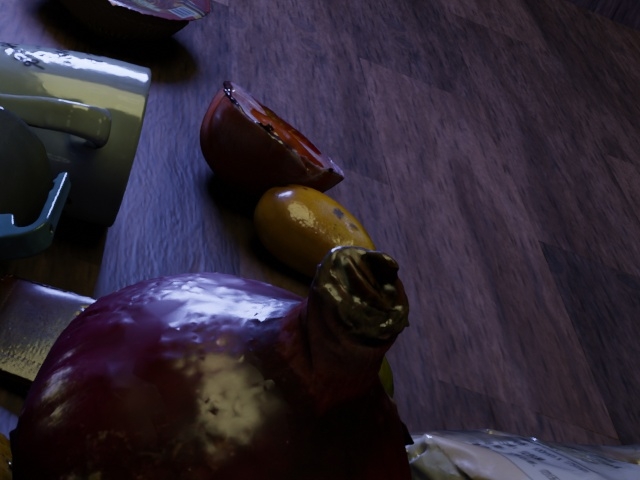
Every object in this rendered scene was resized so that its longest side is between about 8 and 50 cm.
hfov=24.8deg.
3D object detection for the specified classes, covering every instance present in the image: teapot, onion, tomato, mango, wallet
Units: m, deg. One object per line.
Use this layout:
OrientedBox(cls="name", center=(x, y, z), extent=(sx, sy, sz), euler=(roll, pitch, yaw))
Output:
OrientedBox(cls="teapot", center=(-0.346, -0.026, 1.412), extent=(0.203, 0.171, 0.225), euler=(-9, 33, 9))
OrientedBox(cls="onion", center=(-0.056, 0.147, 1.114), extent=(0.347, 0.385, 0.348), euler=(25, 34, -19))
OrientedBox(cls="tomato", center=(-0.074, -0.107, 1.899), extent=(0.199, 0.112, 0.228), euler=(36, 10, -8))
OrientedBox(cls="mango", center=(0.000, -0.002, 1.798), extent=(0.178, 0.090, 0.115), euler=(29, 35, -2))
OrientedBox(cls="wallet", center=(-0.209, 0.111, 1.387), extent=(0.255, 0.031, 0.137), euler=(16, 41, 4))

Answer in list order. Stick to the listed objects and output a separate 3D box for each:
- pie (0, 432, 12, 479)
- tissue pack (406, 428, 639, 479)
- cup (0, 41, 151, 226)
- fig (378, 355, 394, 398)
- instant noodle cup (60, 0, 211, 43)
OrientedBox(cls="pie", center=(-0.361, 0.167, 1.150), extent=(0.273, 0.069, 0.273), euler=(18, 17, -6))
OrientedBox(cls="tissue pack", center=(0.270, 0.298, 1.360), extent=(0.390, 0.195, 0.375), euler=(8, 27, -35))
OrientedBox(cls="cup", center=(-0.314, -0.132, 1.592), extent=(0.234, 0.186, 0.258), euler=(14, -5, -14))
OrientedBox(cls="fig", center=(-0.045, 0.111, 1.482), extent=(0.151, 0.151, 0.259), euler=(-1, 30, -45))
OrientedBox(cls="instant noodle cup", center=(-0.306, -0.366, 2.198), extent=(0.274, 0.091, 0.274), euler=(21, 26, -11))
